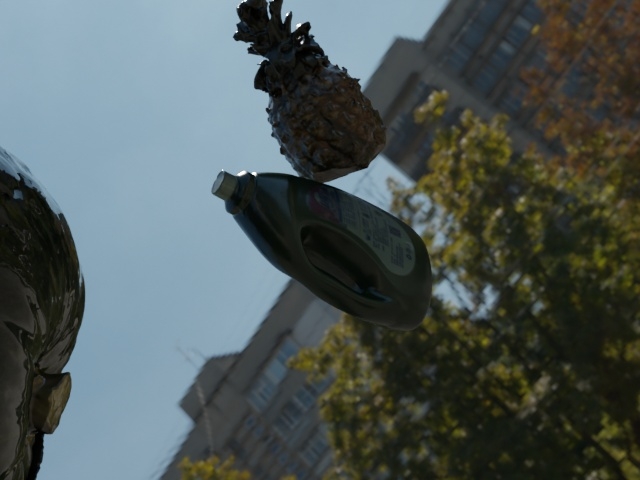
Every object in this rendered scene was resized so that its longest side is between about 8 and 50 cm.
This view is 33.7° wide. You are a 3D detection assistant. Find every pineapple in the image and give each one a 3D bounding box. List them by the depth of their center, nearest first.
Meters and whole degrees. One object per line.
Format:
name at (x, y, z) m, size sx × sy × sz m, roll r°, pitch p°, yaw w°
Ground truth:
pineapple at (-0.019, -0.148, 1.004) m, size 0.108 × 0.197 × 0.108 m, roll -32°, pitch 7°, yaw 4°

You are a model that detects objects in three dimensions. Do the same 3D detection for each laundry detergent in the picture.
laundry detergent at (0.000, 0.000, 0.927) m, size 0.211 × 0.137 × 0.063 m, roll 26°, pitch -53°, yaw -25°

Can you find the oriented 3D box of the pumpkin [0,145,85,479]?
pumpkin at (-0.290, 0.074, 0.679) m, size 0.291 × 0.258 × 0.327 m, roll 111°, pitch 169°, yaw -66°
